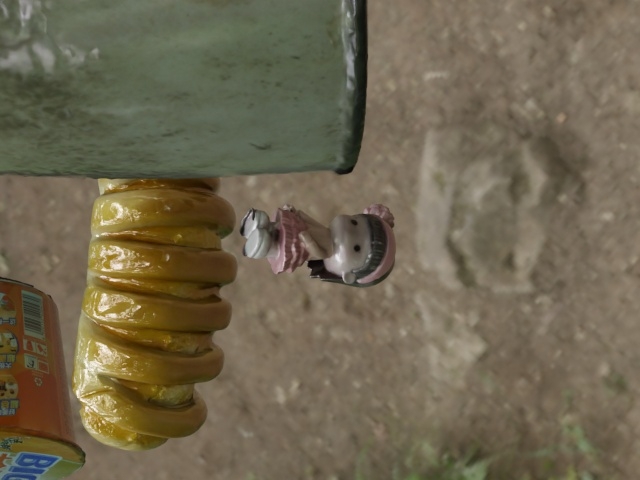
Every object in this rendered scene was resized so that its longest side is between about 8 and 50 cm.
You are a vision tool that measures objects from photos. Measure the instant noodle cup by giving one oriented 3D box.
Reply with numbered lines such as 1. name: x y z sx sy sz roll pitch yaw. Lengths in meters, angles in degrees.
1. instant noodle cup: -0.447 0.183 1.520 0.296 0.296 0.214 87 178 -64

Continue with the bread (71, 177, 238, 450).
1. bread: -0.164 0.067 1.249 0.121 0.311 0.173 4 178 36

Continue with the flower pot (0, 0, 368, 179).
1. flower pot: -0.151 -0.176 0.783 0.293 0.330 0.293 175 90 -84

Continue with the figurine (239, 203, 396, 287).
1. figurine: 0.000 0.000 0.935 0.054 0.129 0.072 117 152 -46
